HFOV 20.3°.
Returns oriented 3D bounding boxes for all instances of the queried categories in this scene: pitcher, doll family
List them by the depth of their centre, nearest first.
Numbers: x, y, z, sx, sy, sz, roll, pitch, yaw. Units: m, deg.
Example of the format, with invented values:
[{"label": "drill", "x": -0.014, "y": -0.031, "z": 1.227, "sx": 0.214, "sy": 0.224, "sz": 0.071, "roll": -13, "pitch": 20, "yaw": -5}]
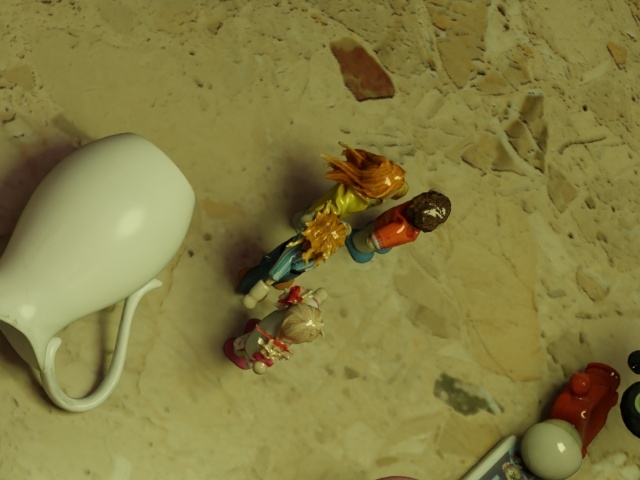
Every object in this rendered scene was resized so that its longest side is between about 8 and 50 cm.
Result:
[{"label": "pitcher", "x": -0.191, "y": 0.027, "z": 1.518, "sx": 0.207, "sy": 0.125, "sz": 0.178, "roll": -46, "pitch": 119, "yaw": -17}, {"label": "doll family", "x": 0.000, "y": 0.000, "z": 1.578, "sx": 0.263, "sy": 0.163, "sz": 0.118, "roll": -42, "pitch": 96, "yaw": -28}]

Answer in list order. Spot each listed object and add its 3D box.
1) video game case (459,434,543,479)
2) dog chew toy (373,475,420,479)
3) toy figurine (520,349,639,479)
[{"label": "video game case", "x": 0.165, "y": 0.312, "z": 1.652, "sx": 0.201, "sy": 0.023, "sz": 0.183, "roll": -39, "pitch": 95, "yaw": -27}, {"label": "dog chew toy", "x": 0.154, "y": 0.302, "z": 1.532, "sx": 0.332, "sy": 0.206, "sz": 0.206, "roll": 23, "pitch": 67, "yaw": -9}, {"label": "toy figurine", "x": 0.316, "y": 0.201, "z": 1.645, "sx": 0.209, "sy": 0.213, "sz": 0.148, "roll": 54, "pitch": 45, "yaw": -7}]
